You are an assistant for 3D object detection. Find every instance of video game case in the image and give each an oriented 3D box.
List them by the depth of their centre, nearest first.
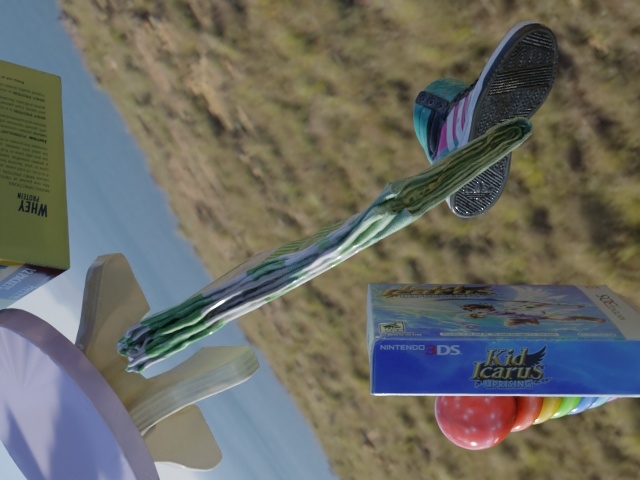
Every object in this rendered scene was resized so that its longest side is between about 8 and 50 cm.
[{"bbox_3d":[0.182,0.094,1.115,0.244,0.270,0.061,-81,-9,-81],"label":"video game case"}]

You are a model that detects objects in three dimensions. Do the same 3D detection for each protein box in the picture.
[{"bbox_3d":[-0.351,-0.057,0.999,0.136,0.200,0.201,-28,62,41],"label":"protein box"}]

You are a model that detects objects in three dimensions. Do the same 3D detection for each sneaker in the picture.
[{"bbox_3d":[0.222,-0.200,1.548,0.178,0.124,0.295,61,140,47],"label":"sneaker"}]

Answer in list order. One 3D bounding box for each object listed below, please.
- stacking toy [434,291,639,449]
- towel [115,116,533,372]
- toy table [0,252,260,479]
[{"bbox_3d":[0.255,0.164,1.294,0.141,0.330,0.141,18,116,42],"label":"stacking toy"},{"bbox_3d":[0.000,0.000,0.926,0.325,0.248,0.038,-30,91,37],"label":"towel"},{"bbox_3d":[-0.198,0.154,1.072,0.252,0.161,0.274,6,122,33],"label":"toy table"}]
